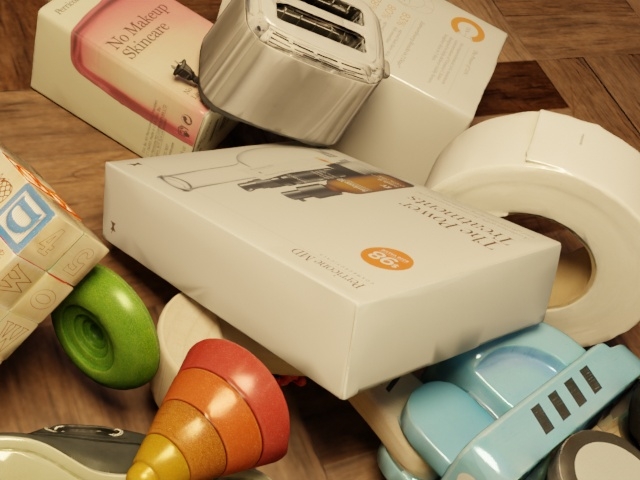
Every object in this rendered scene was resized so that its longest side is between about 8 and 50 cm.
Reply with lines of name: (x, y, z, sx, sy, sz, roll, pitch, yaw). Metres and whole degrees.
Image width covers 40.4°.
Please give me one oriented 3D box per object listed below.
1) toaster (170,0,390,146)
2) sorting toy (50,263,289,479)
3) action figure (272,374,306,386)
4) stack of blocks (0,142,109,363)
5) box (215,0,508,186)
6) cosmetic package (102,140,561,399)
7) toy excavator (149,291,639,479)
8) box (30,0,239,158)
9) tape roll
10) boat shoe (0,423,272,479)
toaster: (-0.035, -0.207, 0.970, 0.226, 0.146, 0.129, 17, 53, -25)
sorting toy: (-0.204, 0.110, 0.740, 0.365, 0.127, 0.126, 26, 38, 24)
action figure: (-0.066, 0.127, 0.933, 0.115, 0.030, 0.038, 28, 54, -7)
stack of blocks: (-0.343, 0.050, 0.714, 0.297, 0.087, 0.171, -46, 65, -3)
box: (0.047, -0.247, 1.181, 0.345, 0.168, 0.215, 28, 48, 0)
cosmetic package: (0.000, 0.000, 0.875, 0.284, 0.098, 0.377, -15, 30, -41)
toy excavator: (0.110, 0.173, 0.870, 0.432, 0.222, 0.445, -24, 56, -37)
box: (-0.213, -0.209, 1.068, 0.232, 0.127, 0.149, 32, 49, 3)
tape roll: (0.247, -0.005, 0.999, 0.286, 0.286, 0.100, 28, 48, 0)
boat shoe: (-0.208, 0.220, 0.749, 0.339, 0.113, 0.127, 3, 89, -21)
